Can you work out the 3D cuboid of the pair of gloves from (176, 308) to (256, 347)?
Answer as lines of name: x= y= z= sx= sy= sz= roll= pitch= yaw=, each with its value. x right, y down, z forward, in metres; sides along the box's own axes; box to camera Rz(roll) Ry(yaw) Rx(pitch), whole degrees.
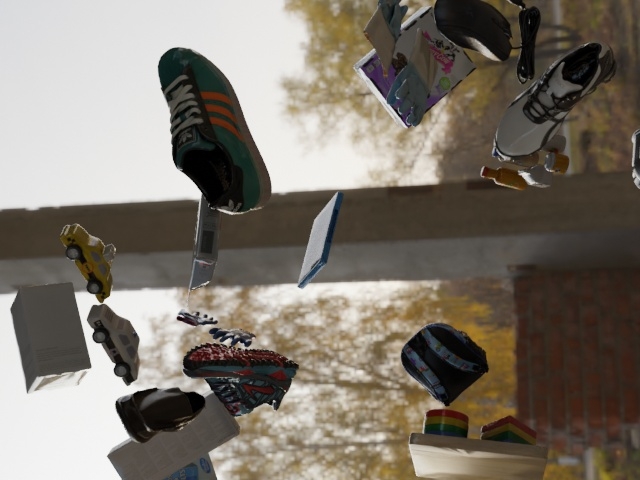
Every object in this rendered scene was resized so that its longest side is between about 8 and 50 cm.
pair of gloves: x=-0.240 y=0.198 z=2.033 sx=0.159 sy=0.198 sz=0.023 roll=8 pitch=-78 yaw=-78

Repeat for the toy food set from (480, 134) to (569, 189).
toy food set: x=0.431 y=-0.176 z=1.909 sx=0.232 sy=0.105 sz=0.111 roll=167 pitch=115 yaw=-80

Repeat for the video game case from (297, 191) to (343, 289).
video game case: x=0.000 y=0.000 z=1.740 sx=0.119 sy=0.015 sz=0.166 roll=-49 pitch=22 yaw=53

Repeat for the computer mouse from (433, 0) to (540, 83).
computer mouse: x=0.333 y=-0.428 z=1.711 sx=0.262 sy=0.060 sz=0.184 roll=22 pitch=-112 yaw=-29

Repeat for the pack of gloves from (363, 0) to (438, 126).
pack of gloves: x=0.119 y=-0.302 z=1.465 sx=0.195 sy=0.046 sz=0.232 roll=58 pitch=-148 yaw=-28

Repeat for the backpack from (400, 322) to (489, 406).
backpack: x=0.272 y=0.262 z=2.040 sx=0.173 sy=0.158 sz=0.117 roll=41 pitch=-160 yaw=-7

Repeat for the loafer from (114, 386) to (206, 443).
loafer: x=-0.247 y=0.259 z=1.416 sx=0.080 sy=0.078 sz=0.220 roll=60 pitch=-170 yaw=11

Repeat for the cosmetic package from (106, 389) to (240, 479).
cosmetic package: x=-0.282 y=0.388 z=1.746 sx=0.099 sy=0.239 sz=0.060 roll=60 pitch=180 yaw=-3

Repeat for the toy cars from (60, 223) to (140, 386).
toy cars: x=-0.473 y=0.130 z=2.029 sx=0.176 sy=0.087 sz=0.393 roll=57 pitch=-171 yaw=-69

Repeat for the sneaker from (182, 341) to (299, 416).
sneaker: x=-0.144 y=0.261 z=1.622 sx=0.262 sy=0.104 sz=0.125 roll=15 pitch=-87 yaw=-46

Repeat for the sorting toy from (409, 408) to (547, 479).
sorting toy: x=0.318 y=0.414 z=1.813 sx=0.255 sy=0.257 sz=0.089 roll=72 pitch=-155 yaw=-60

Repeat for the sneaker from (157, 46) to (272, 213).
sneaker: x=-0.188 y=-0.179 z=1.427 sx=0.121 sy=0.108 sz=0.302 roll=-14 pitch=-108 yaw=-59

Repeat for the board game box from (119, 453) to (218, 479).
board game box: x=-0.349 y=0.607 z=1.844 sx=0.079 sy=0.336 sz=0.253 roll=-48 pitch=59 yaw=53

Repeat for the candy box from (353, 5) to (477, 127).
candy box: x=0.196 y=-0.360 z=1.875 sx=0.165 sy=0.196 sz=0.070 roll=49 pitch=179 yaw=-16

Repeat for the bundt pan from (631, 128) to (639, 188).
bundt pan: x=0.876 y=-0.157 z=2.085 sx=0.331 sy=0.331 sz=0.124 roll=59 pitch=-133 yaw=-64

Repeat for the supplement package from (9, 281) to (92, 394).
supplement package: x=-0.512 y=0.183 z=1.707 sx=0.105 sy=0.105 sz=0.179 roll=-45 pitch=57 yaw=51

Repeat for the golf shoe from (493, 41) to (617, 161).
golf shoe: x=0.300 y=-0.190 z=1.189 sx=0.077 sy=0.198 sz=0.094 roll=46 pitch=-168 yaw=17

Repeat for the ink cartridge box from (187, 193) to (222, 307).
ink cartridge box: x=-0.202 y=0.018 z=1.587 sx=0.179 sy=0.045 sz=0.145 roll=106 pitch=168 yaw=-56
